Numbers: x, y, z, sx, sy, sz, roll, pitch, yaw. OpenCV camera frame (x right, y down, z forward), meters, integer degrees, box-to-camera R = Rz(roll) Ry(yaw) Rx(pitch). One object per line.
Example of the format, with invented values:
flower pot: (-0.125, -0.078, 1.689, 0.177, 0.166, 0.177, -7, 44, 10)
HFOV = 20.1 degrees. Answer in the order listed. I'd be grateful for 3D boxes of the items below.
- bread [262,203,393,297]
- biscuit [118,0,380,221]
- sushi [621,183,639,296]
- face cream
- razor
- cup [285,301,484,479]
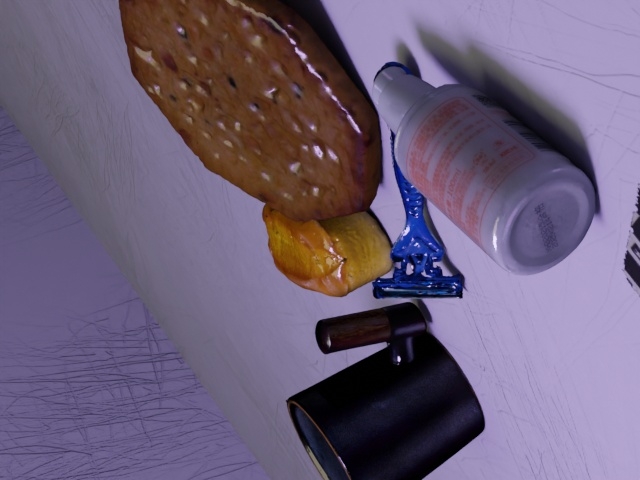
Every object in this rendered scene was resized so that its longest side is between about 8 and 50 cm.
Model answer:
bread: (0.000, 0.000, 2.103, 0.245, 0.094, 0.102, 25, 138, 68)
biscuit: (-0.076, -0.159, 1.924, 0.359, 0.046, 0.359, 33, 153, 19)
sushi: (0.299, 0.060, 1.271, 0.210, 0.040, 0.193, 52, 172, 19)
face cream: (0.117, -0.075, 1.500, 0.252, 0.101, 0.101, 45, 160, 45)
razor: (0.084, -0.062, 1.761, 0.324, 0.093, 0.056, 80, -169, -47)
cup: (0.075, 0.188, 2.044, 0.166, 0.177, 0.239, 52, 165, 30)
